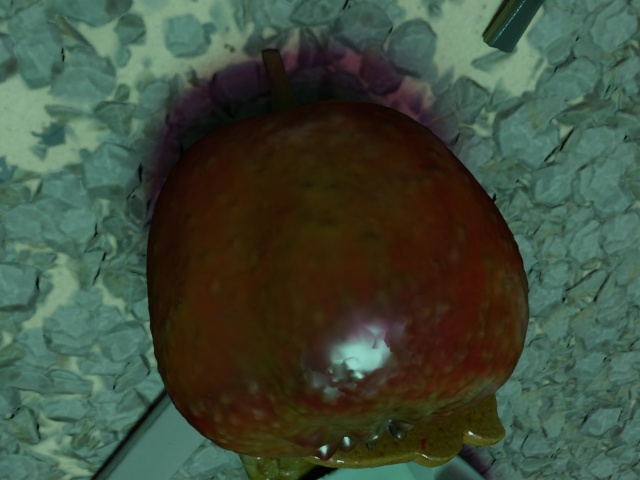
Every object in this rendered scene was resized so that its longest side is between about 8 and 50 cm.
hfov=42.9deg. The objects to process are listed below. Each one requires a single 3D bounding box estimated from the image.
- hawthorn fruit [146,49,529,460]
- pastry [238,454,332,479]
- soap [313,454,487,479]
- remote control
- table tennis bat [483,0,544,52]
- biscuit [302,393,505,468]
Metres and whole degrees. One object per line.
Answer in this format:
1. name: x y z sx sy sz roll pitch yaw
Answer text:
1. hawthorn fruit: 0.000 0.000 0.640 0.287 0.287 0.331 -15 77 -3
2. pastry: -0.019 0.185 0.825 0.153 0.081 0.153 -9 128 -12
3. soap: 0.111 0.345 0.890 0.208 0.115 0.347 -32 139 10
4. remote control: -0.150 0.192 0.833 0.067 0.029 0.261 30 110 -30
5. table tennis bat: 0.204 -0.247 0.652 0.130 0.019 0.220 15 127 -25
6. biscuit: 0.088 0.139 0.787 0.280 0.183 0.043 -27 163 -30
